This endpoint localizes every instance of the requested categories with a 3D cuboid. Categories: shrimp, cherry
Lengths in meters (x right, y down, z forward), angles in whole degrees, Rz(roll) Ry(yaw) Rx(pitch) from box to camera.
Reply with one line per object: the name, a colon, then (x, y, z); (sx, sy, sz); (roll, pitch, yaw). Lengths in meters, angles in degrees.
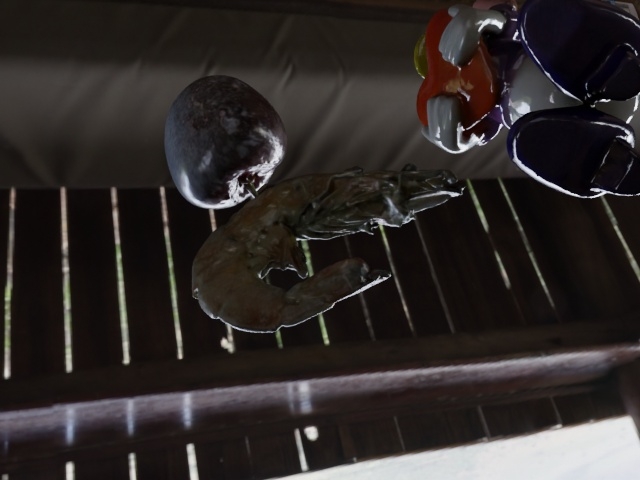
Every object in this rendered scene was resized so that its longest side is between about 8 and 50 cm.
shrimp: (0.000, 0.000, 0.744); (0.360, 0.247, 0.085); (-17, 129, 16)
cherry: (-0.194, -0.193, 1.257); (0.218, 0.296, 0.255); (-2, 145, -50)

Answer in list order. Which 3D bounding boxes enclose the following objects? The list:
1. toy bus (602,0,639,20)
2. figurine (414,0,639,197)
toy bus: (0.560, -0.366, 1.325); (0.130, 0.106, 0.297); (2, 149, 3)
figurine: (0.195, -0.166, 0.612); (0.193, 0.421, 0.154); (-2, 113, -12)
